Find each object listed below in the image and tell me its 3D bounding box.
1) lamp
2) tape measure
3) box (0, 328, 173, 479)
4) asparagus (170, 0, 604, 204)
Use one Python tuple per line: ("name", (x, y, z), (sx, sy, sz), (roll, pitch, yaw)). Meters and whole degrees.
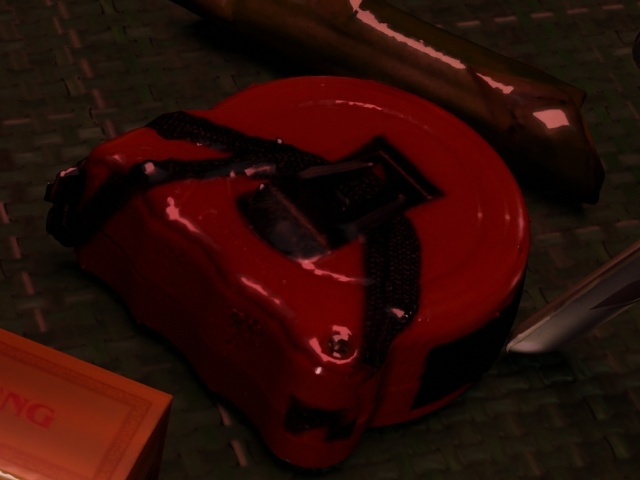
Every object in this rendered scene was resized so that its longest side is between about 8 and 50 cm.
("lamp", (0.230, -0.033, 1.288), (0.124, 0.203, 0.283), (41, 44, -20))
("tape measure", (0.001, 0.000, 1.240), (0.260, 0.114, 0.253), (-29, 60, -34))
("box", (-0.177, 0.149, 0.945), (0.174, 0.274, 0.076), (22, 47, 8))
("asparagus", (0.054, -0.126, 1.402), (0.343, 0.082, 0.085), (26, 83, 13))
